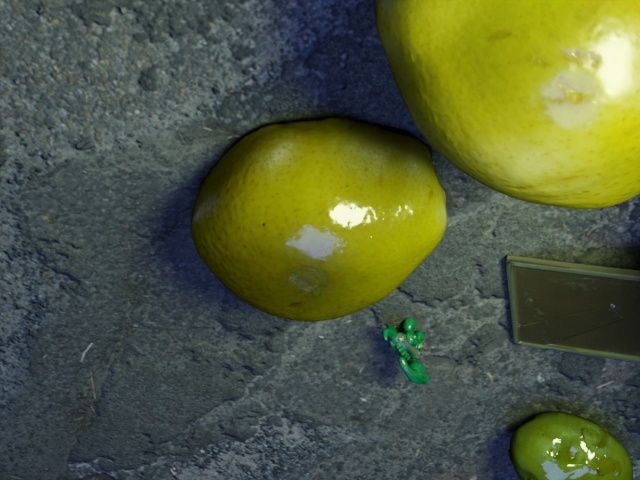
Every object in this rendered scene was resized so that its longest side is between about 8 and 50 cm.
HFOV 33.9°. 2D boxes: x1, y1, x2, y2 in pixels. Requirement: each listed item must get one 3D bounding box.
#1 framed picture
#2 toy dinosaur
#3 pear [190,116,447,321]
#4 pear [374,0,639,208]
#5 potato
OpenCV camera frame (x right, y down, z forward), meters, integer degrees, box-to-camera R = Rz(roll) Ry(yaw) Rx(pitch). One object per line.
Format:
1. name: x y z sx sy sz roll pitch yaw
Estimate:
1. framed picture: 0.452 0.118 1.712 0.289 0.016 0.213 6 136 22
2. toy dinosaur: 0.146 0.188 1.798 0.059 0.096 0.132 -28 128 24
3. pear: 0.000 0.000 1.566 0.386 0.191 0.340 -14 131 16
4. pear: 0.271 -0.224 1.238 0.418 0.362 0.362 37 125 -16
5. potato: 0.468 0.413 1.960 0.253 0.148 0.186 38 108 -18
